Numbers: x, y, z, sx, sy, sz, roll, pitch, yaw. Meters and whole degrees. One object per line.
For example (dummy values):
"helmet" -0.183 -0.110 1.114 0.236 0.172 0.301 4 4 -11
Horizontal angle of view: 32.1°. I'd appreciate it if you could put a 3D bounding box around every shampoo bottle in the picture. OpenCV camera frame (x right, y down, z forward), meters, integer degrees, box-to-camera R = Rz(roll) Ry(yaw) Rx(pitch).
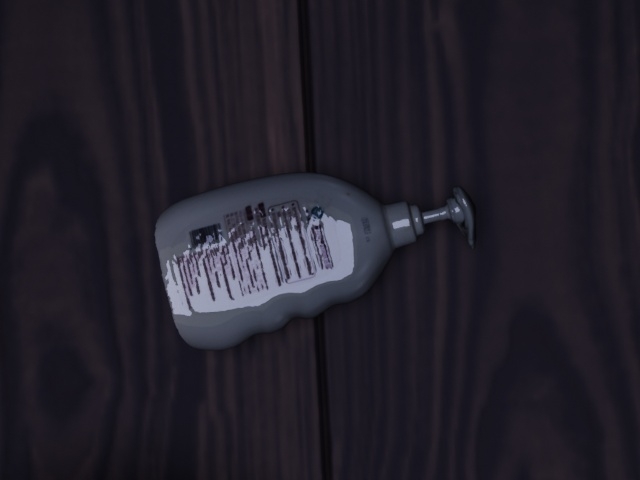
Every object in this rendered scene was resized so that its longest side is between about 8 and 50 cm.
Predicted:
"shampoo bottle" 0.000 0.000 0.537 0.151 0.045 0.077 -16 85 7
